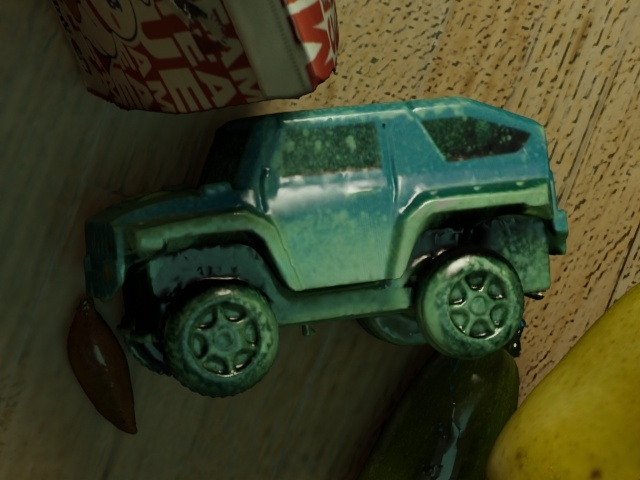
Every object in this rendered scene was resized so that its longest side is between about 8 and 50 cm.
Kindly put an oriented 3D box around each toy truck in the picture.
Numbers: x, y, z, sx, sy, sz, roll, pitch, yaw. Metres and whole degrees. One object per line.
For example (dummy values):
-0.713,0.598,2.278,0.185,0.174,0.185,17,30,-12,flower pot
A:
0.000,0.000,1.008,0.279,0.155,0.156,-6,93,-16,toy truck

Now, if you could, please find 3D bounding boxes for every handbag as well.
-0.061,-0.159,0.873,0.151,0.298,0.171,-24,108,-13,handbag

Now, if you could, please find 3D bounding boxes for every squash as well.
0.058,0.169,1.095,0.087,0.087,0.331,30,90,-21,squash

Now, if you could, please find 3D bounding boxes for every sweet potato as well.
-0.135,0.081,1.039,0.034,0.034,0.095,-23,104,-13,sweet potato

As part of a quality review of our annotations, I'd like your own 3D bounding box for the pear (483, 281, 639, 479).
0.314,0.162,1.031,0.418,0.362,0.362,-16,105,-13,pear
